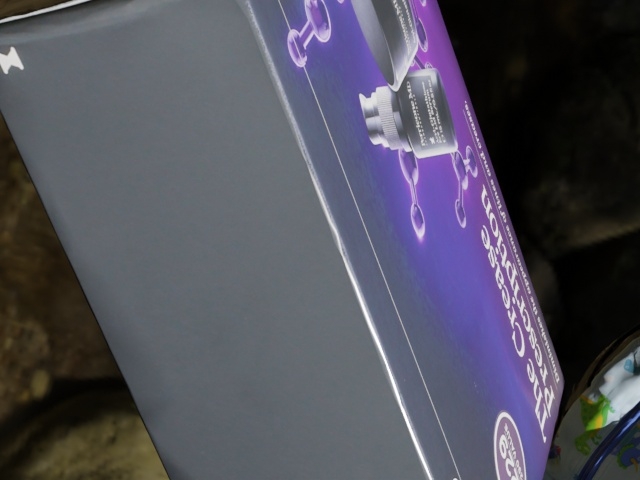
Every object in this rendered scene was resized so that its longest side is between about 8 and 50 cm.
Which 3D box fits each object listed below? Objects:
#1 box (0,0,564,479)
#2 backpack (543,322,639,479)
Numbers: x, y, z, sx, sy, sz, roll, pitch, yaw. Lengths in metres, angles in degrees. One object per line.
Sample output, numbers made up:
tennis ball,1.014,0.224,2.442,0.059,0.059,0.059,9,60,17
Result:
box,0.000,0.000,0.554,0.261,0.103,0.184,68,27,-21
backpack,0.372,0.173,1.431,0.355,0.273,0.290,-11,143,-28
